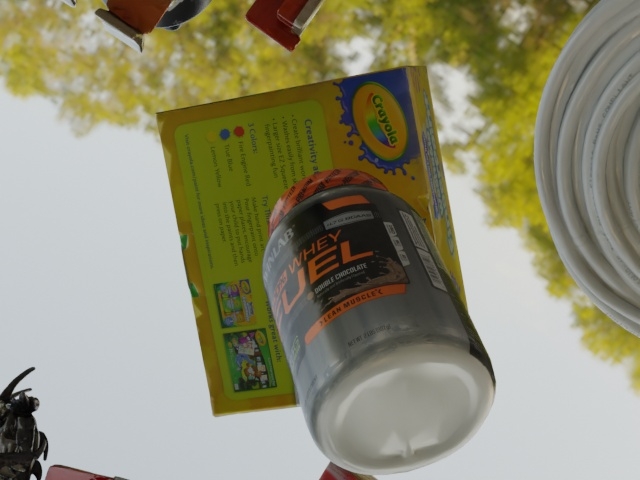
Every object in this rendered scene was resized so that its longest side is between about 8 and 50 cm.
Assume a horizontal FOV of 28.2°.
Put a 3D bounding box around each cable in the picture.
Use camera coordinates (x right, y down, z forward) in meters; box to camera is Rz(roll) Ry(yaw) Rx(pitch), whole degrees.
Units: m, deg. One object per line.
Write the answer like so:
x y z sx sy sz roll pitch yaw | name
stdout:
0.253 -0.052 0.723 0.257 0.257 0.089 55 -155 -11 | cable

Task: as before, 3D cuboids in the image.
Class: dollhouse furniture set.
-0.101 -0.286 1.141 0.259 0.262 0.135 35 -179 -3 | dollhouse furniture set

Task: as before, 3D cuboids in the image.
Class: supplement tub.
0.052 0.079 1.438 0.207 0.207 0.338 21 -152 -30 | supplement tub

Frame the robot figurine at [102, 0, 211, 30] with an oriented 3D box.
-0.210 -0.374 1.597 0.278 0.209 0.173 100 150 -69 | robot figurine

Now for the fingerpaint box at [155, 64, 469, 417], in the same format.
0.000 0.000 1.821 0.371 0.444 0.163 -10 -174 16 | fingerpaint box

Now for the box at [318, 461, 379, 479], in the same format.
0.101 0.467 1.995 0.257 0.128 0.123 32 -179 26 | box

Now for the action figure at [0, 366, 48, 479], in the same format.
-0.360 0.260 1.346 0.141 0.164 0.275 10 -129 -21 | action figure

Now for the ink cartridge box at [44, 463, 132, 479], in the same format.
-0.211 0.401 1.437 0.272 0.309 0.130 17 -130 -8 | ink cartridge box
